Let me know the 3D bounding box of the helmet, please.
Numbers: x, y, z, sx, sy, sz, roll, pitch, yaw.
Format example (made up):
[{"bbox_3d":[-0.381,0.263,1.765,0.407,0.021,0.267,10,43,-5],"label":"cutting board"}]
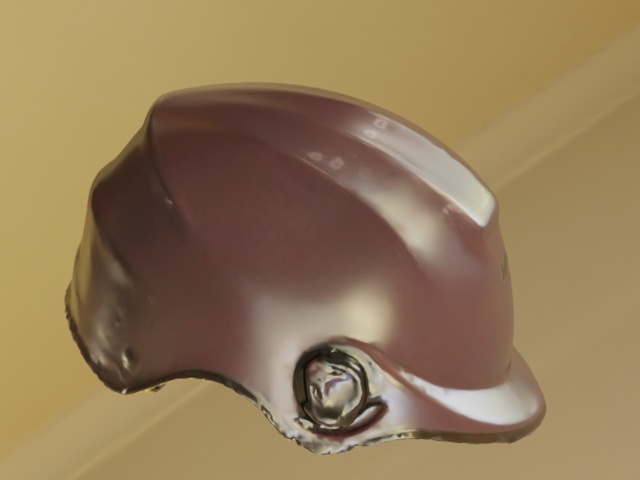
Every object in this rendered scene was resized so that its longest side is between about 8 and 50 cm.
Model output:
[{"bbox_3d":[0.000,0.000,1.059,0.338,0.197,0.271,11,-161,9],"label":"helmet"}]
